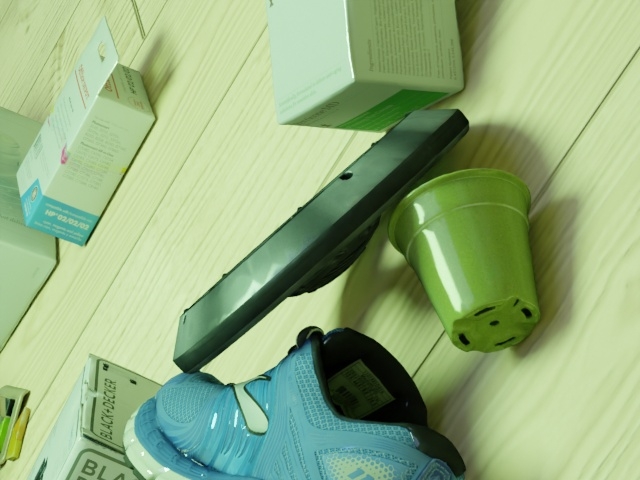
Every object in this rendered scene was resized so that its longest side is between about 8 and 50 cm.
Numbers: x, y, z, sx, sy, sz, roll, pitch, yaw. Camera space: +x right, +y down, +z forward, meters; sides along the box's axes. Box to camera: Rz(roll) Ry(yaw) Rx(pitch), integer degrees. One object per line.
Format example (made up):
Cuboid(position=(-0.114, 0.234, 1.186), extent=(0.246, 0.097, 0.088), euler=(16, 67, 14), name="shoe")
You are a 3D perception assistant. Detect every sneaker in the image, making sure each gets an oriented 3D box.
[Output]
Cuboid(position=(-0.006, 0.126, 1.137), extent=(0.147, 0.130, 0.330), euler=(-54, 25, -7), name="sneaker")

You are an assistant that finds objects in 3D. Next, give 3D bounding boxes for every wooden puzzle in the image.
Cuboid(position=(-0.291, 0.166, 1.776), extent=(0.116, 0.014, 0.078), euler=(-14, 57, 61), name="wooden puzzle")

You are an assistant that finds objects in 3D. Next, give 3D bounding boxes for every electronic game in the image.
Cuboid(position=(0.000, 0.000, 1.175), extent=(0.229, 0.048, 0.229), euler=(-42, 2, 2), name="electronic game")

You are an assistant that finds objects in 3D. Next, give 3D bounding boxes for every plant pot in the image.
Cuboid(position=(0.087, 0.016, 1.074), extent=(0.083, 0.083, 0.079), euler=(-48, 43, 36), name="plant pot")

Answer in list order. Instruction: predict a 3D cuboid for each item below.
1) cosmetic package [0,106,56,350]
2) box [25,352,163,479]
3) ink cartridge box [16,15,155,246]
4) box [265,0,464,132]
Cuboid(position=(-0.383, -0.041, 1.885), extent=(0.138, 0.224, 0.224), euler=(-54, 28, 28), name="cosmetic package")
Cuboid(position=(-0.189, 0.243, 1.378), extent=(0.290, 0.087, 0.169), euler=(-62, 11, 11), name="box")
Cuboid(position=(-0.206, -0.100, 1.769), extent=(0.181, 0.062, 0.104), euler=(-58, 26, 20), name="ink cartridge box")
Cuboid(position=(0.027, -0.132, 1.266), extent=(0.101, 0.087, 0.102), euler=(-25, 66, 56), name="box")
